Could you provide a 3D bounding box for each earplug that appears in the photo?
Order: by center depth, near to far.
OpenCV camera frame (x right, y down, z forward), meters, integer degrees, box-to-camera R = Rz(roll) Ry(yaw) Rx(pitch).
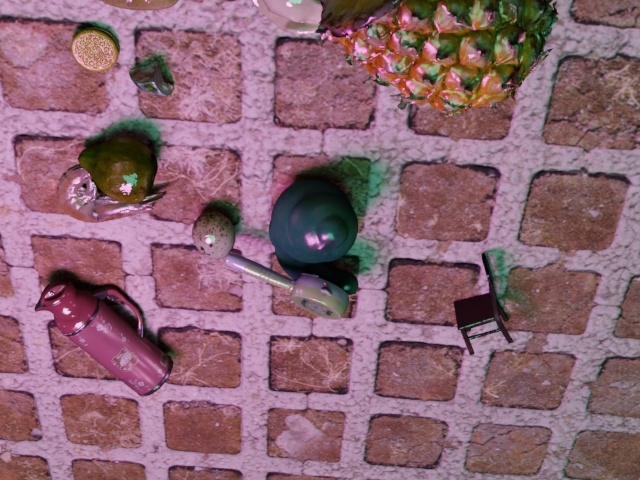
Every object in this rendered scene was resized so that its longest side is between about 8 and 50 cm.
[{"bbox_3d":[-0.005,0.007,1.971,0.164,0.280,0.257,-15,96,-13],"label":"earplug"}]

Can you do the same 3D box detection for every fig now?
[{"bbox_3d":[-0.384,-0.139,1.902,0.156,0.123,0.123,17,130,3],"label":"fig"}]

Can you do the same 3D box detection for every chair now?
[{"bbox_3d":[0.322,0.129,2.109,0.101,0.084,0.212,-18,127,13],"label":"chair"}]

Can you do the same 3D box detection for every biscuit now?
[{"bbox_3d":[-0.396,-0.336,1.792,0.084,0.023,0.084,3,130,3],"label":"biscuit"}]

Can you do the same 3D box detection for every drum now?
[{"bbox_3d":[-0.063,0.091,2.030,0.253,0.049,0.130,19,162,15],"label":"drum"}]

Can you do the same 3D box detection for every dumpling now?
[{"bbox_3d":[-0.058,-0.399,1.673,0.169,0.100,0.134,28,141,-17],"label":"dumpling"}]

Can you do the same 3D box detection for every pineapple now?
[{"bbox_3d":[0.190,-0.359,1.535,0.300,0.352,0.352,27,127,-30],"label":"pineapple"}]

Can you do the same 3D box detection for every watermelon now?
[{"bbox_3d":[-0.294,-0.291,1.820,0.085,0.085,0.061,17,100,-11],"label":"watermelon"}]

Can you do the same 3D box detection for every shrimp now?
[{"bbox_3d":[-0.410,-0.095,1.989,0.223,0.047,0.126,-6,120,10],"label":"shrimp"}]

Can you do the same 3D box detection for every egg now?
[{"bbox_3d":[-0.210,-0.009,2.020,0.085,0.085,0.110,-12,136,13],"label":"egg"}]

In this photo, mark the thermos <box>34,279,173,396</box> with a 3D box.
[{"bbox_3d":[-0.458,0.195,2.192,0.136,0.109,0.330,-29,123,25],"label":"thermos"}]

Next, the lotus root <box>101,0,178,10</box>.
[{"bbox_3d":[-0.320,-0.425,1.675,0.183,0.077,0.090,8,130,-6],"label":"lotus root"}]
